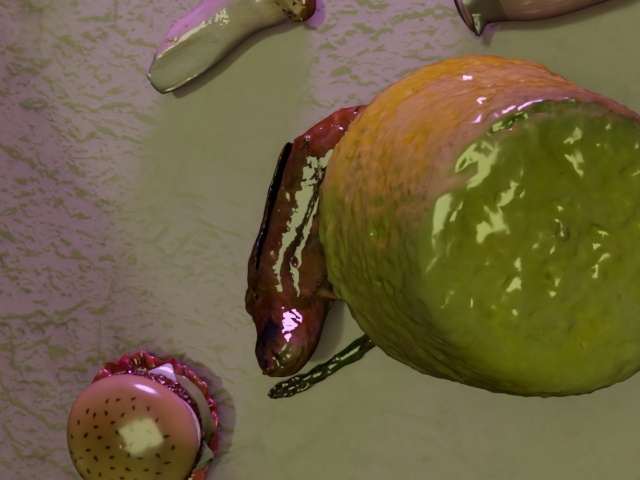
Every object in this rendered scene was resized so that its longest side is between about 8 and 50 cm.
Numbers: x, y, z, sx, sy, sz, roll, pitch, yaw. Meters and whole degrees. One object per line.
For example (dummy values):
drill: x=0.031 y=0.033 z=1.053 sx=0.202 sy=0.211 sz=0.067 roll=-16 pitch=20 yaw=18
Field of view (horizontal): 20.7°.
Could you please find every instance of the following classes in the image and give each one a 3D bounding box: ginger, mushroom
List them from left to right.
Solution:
mushroom: x=-0.100 y=-0.235 z=1.915 sx=0.209 sy=0.071 sz=0.084 roll=-33 pitch=115 yaw=11
ginger: x=-0.009 y=-0.008 z=1.876 sx=0.133 sy=0.107 sz=0.309 roll=22 pitch=92 yaw=39

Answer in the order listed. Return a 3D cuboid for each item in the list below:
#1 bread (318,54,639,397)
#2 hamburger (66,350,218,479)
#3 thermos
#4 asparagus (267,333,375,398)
bread: x=0.198 y=-0.009 z=1.720 sx=0.348 sy=0.308 sz=0.348 roll=-3 pitch=98 yaw=-19
hamburger: x=-0.198 y=0.213 z=1.899 sx=0.175 sy=0.137 sz=0.175 roll=1 pitch=94 yaw=10
thermos: x=0.228 y=-0.294 z=1.852 sx=0.193 sy=0.105 sz=0.137 roll=-20 pitch=62 yaw=15
asparagus: x=0.049 y=0.110 z=1.915 sx=0.248 sy=0.024 sz=0.025 roll=-33 pitch=43 yaw=8
